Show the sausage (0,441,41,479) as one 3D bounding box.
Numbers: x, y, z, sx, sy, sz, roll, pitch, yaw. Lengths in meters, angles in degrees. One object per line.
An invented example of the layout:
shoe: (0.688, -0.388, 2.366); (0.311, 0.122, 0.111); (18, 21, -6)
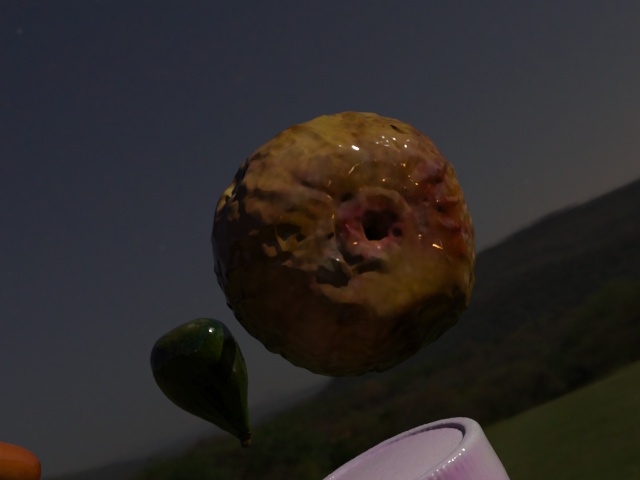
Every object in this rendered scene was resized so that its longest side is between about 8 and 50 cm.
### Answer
sausage: (-0.431, 0.273, 1.560); (0.197, 0.076, 0.076); (24, -40, -39)

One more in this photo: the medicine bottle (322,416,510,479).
medicine bottle: (0.149, 0.381, 1.218); (0.219, 0.388, 0.219); (-26, 5, 2)

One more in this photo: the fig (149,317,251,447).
fig: (-0.135, 0.180, 1.610); (0.117, 0.177, 0.117); (-30, 18, 11)

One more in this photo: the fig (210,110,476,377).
fig: (0.000, 0.000, 1.440); (0.286, 0.286, 0.369); (-20, 8, -18)
